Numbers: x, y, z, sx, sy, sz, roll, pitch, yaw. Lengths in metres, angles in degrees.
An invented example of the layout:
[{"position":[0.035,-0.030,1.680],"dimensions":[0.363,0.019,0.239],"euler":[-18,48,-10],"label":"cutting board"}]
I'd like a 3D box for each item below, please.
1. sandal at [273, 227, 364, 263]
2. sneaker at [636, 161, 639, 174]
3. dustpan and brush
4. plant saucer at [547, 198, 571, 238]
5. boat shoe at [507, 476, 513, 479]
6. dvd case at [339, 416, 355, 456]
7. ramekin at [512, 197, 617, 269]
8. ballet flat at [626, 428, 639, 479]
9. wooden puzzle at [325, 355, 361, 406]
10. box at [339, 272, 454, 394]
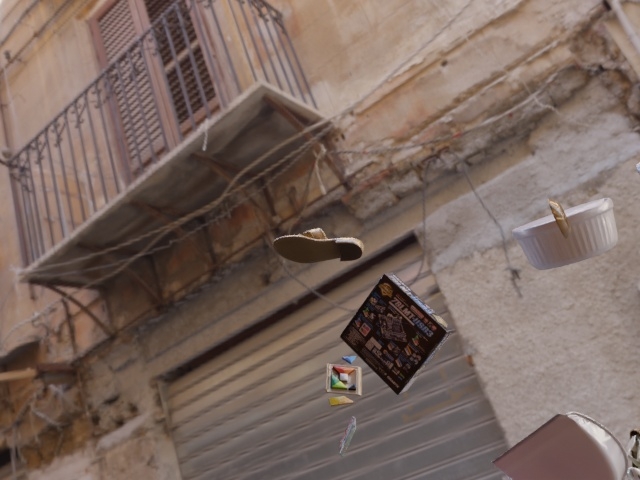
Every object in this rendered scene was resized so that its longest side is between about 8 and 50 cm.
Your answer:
[{"position":[0.001,0.005,1.613],"dimensions":[0.240,0.079,0.088],"euler":[2,-53,15],"label":"sandal"},{"position":[0.721,-0.129,1.142],"dimensions":[0.090,0.235,0.095],"euler":[12,-82,-47],"label":"sneaker"},{"position":[0.346,0.296,0.762],"dimensions":[0.060,0.211,0.147],"euler":[-45,-10,-51],"label":"dustpan and brush"},{"position":[0.451,-0.044,1.142],"dimensions":[0.015,0.083,0.083],"euler":[-25,-22,26],"label":"plant saucer"},{"position":[0.425,0.522,1.212],"dimensions":[0.075,0.206,0.065],"euler":[-30,-65,13],"label":"boat shoe"},{"position":[0.078,0.559,1.742],"dimensions":[0.119,0.013,0.087],"euler":[33,-98,-86],"label":"dvd case"},{"position":[0.676,-0.013,1.666],"dimensions":[0.272,0.127,0.273],"euler":[-20,-2,-1],"label":"ramekin"},{"position":[0.791,0.563,1.514],"dimensions":[0.067,0.206,0.073],"euler":[25,-40,0],"label":"ballet flat"},{"position":[0.047,0.274,1.200],"dimensions":[0.078,0.116,0.014],"euler":[4,-48,-9],"label":"wooden puzzle"},{"position":[0.250,0.311,2.048],"dimensions":[0.073,0.295,0.293],"euler":[0,-53,-57],"label":"box"}]
